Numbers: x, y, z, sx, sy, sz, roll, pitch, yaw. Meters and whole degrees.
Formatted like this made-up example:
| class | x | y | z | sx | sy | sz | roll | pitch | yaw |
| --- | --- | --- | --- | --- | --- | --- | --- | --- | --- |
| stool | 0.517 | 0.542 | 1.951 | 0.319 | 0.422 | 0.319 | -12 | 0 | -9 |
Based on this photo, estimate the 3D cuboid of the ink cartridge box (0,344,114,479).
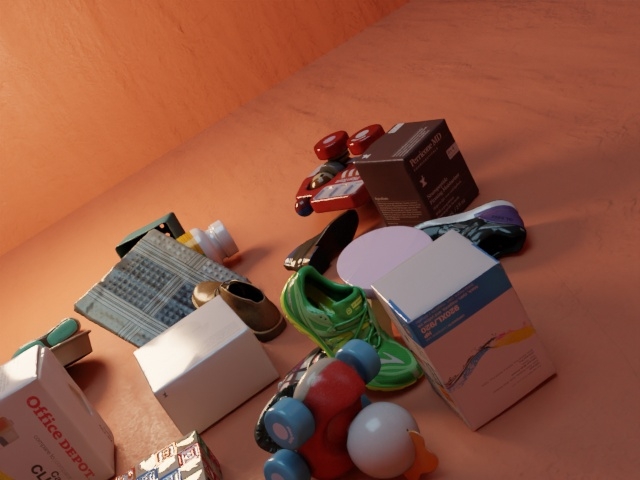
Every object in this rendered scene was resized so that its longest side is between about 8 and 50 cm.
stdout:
| class | x | y | z | sx | sy | sz | roll | pitch | yaw |
| --- | --- | --- | --- | --- | --- | --- | --- | --- | --- |
| ink cartridge box | -0.642 | 0.430 | 1.761 | 0.384 | 0.279 | 0.160 | -31 | 24 | -3 |

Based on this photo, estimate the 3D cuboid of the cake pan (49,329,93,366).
| class | x | y | z | sx | sy | sz | roll | pitch | yaw |
| --- | --- | --- | --- | --- | --- | --- | --- | --- | --- |
| cake pan | -0.691 | 0.317 | 2.213 | 0.293 | 0.054 | 0.293 | -30 | -1 | 0 |

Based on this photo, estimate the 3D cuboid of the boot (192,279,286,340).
| class | x | y | z | sx | sy | sz | roll | pitch | yaw |
| --- | --- | --- | --- | --- | --- | --- | --- | --- | --- |
| boot | -0.200 | 0.125 | 2.016 | 0.112 | 0.115 | 0.305 | -42 | 35 | -26 |

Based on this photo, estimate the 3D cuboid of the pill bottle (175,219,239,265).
| class | x | y | z | sx | sy | sz | roll | pitch | yaw |
| --- | --- | --- | --- | --- | --- | --- | --- | --- | --- |
| pill bottle | -0.344 | 0.053 | 2.358 | 0.245 | 0.136 | 0.136 | -34 | 23 | -8 |

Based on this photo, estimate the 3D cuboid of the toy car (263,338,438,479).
| class | x | y | z | sx | sy | sz | roll | pitch | yaw |
| --- | --- | --- | --- | --- | --- | --- | --- | --- | --- |
| toy car | 0.070 | 0.309 | 1.366 | 0.238 | 0.210 | 0.219 | 25 | 38 | 29 |

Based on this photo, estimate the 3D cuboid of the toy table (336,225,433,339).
| class | x | y | z | sx | sy | sz | roll | pitch | yaw |
| --- | --- | --- | --- | --- | --- | --- | --- | --- | --- |
| toy table | 0.150 | 0.091 | 1.678 | 0.252 | 0.161 | 0.274 | -30 | 23 | 0 |

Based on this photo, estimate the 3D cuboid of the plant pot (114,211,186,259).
| class | x | y | z | sx | sy | sz | roll | pitch | yaw |
| --- | --- | --- | --- | --- | --- | --- | --- | --- | --- |
| plant pot | -0.451 | 0.019 | 2.537 | 0.165 | 0.166 | 0.234 | -27 | 15 | 7 |

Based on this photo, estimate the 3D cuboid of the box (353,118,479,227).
| class | x | y | z | sx | sy | sz | roll | pitch | yaw |
| --- | --- | --- | --- | --- | --- | --- | --- | --- | --- |
| box | 0.218 | -0.142 | 2.017 | 0.167 | 0.203 | 0.168 | 3 | 40 | 51 |

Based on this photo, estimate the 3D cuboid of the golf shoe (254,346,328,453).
| class | x | y | z | sx | sy | sz | roll | pitch | yaw |
| --- | --- | --- | --- | --- | --- | --- | --- | --- | --- |
| golf shoe | -0.035 | 0.288 | 1.603 | 0.120 | 0.105 | 0.273 | -27 | 12 | 48 |

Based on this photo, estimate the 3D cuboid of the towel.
| class | x | y | z | sx | sy | sz | roll | pitch | yaw |
| --- | --- | --- | --- | --- | --- | --- | --- | --- | --- |
| towel | -0.385 | 0.137 | 2.171 | 0.324 | 0.056 | 0.312 | 28 | 57 | 22 |

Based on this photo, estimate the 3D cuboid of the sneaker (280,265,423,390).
| class | x | y | z | sx | sy | sz | roll | pitch | yaw |
| --- | --- | --- | --- | --- | --- | --- | --- | --- | --- |
| sneaker | 0.052 | 0.155 | 1.563 | 0.109 | 0.295 | 0.124 | -43 | -18 | -38 |

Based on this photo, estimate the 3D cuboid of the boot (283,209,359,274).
| class | x | y | z | sx | sy | sz | roll | pitch | yaw |
| --- | --- | --- | --- | --- | --- | --- | --- | --- | --- |
| boot | 0.000 | 0.000 | 2.137 | 0.106 | 0.082 | 0.219 | 0 | 39 | 45 |

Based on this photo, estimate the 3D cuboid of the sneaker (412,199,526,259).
| class | x | y | z | sx | sy | sz | roll | pitch | yaw |
| --- | --- | --- | --- | --- | --- | --- | --- | --- | --- |
| sneaker | 0.269 | 0.016 | 1.771 | 0.283 | 0.107 | 0.124 | -25 | 30 | 12 |

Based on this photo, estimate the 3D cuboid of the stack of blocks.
| class | x | y | z | sx | sy | sz | roll | pitch | yaw |
| --- | --- | --- | --- | --- | --- | --- | --- | --- | --- |
| stack of blocks | -0.311 | 0.474 | 1.530 | 0.297 | 0.087 | 0.171 | -31 | 24 | -2 |

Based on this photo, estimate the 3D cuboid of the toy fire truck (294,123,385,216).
| class | x | y | z | sx | sy | sz | roll | pitch | yaw |
| --- | --- | --- | --- | --- | --- | --- | --- | --- | --- |
| toy fire truck | 0.055 | -0.154 | 2.262 | 0.302 | 0.169 | 0.254 | -5 | 31 | 47 |

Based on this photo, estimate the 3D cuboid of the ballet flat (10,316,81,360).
| class | x | y | z | sx | sy | sz | roll | pitch | yaw |
| --- | --- | --- | --- | --- | --- | --- | --- | --- | --- |
| ballet flat | -0.756 | 0.291 | 2.468 | 0.213 | 0.072 | 0.068 | -36 | -4 | -15 |

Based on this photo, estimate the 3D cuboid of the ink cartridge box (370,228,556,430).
| class | x | y | z | sx | sy | sz | roll | pitch | yaw |
| --- | --- | --- | --- | --- | --- | --- | --- | --- | --- |
| ink cartridge box | 0.224 | 0.139 | 1.403 | 0.168 | 0.233 | 0.171 | -34 | 24 | -5 |

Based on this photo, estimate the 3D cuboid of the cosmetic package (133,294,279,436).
| class | x | y | z | sx | sy | sz | roll | pitch | yaw |
| --- | --- | --- | --- | --- | --- | --- | --- | --- | --- |
| cosmetic package | -0.237 | 0.255 | 1.823 | 0.224 | 0.138 | 0.224 | -34 | 22 | -10 |
